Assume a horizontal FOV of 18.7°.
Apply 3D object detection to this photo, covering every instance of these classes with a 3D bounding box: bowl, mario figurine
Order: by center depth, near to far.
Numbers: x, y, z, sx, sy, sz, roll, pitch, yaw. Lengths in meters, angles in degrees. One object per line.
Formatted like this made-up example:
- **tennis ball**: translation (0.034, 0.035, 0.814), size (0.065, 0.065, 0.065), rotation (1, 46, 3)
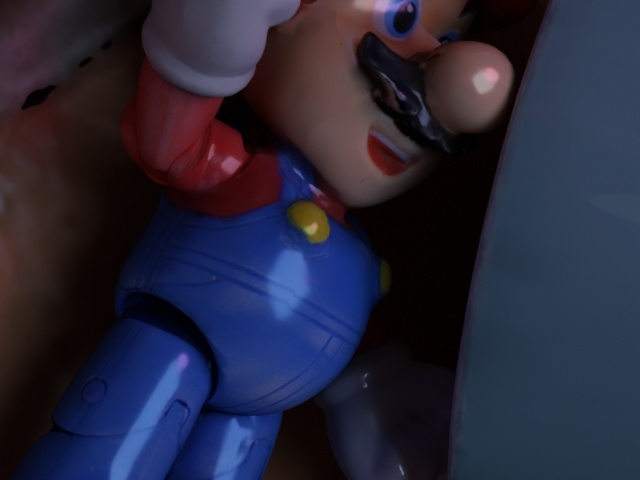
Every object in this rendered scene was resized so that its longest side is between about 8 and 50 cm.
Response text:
- **mario figurine**: translation (0.000, 0.000, 0.689), size (0.170, 0.198, 0.320), rotation (20, 82, 0)
- **bowl**: translation (0.175, 0.010, 0.789), size (0.311, 0.163, 0.311), rotation (13, 90, -72)
